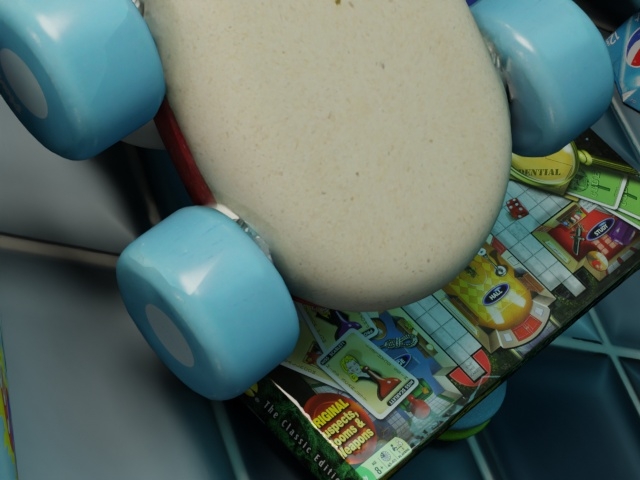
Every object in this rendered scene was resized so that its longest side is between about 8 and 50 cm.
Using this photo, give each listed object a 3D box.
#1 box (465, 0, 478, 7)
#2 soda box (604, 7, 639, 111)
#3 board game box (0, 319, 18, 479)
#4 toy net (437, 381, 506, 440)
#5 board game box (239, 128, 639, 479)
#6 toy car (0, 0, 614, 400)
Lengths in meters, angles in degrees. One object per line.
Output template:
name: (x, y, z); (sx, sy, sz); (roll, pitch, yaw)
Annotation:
box: (0.073, -0.124, 1.060); (0.136, 0.036, 0.225); (25, 39, -31)
soda box: (0.317, -0.111, 1.297); (0.210, 0.071, 0.067); (23, 38, -34)
board game box: (-0.179, -0.035, 0.511); (0.144, 0.142, 0.275); (-9, 51, -8)
toy net: (0.000, 0.000, 0.832); (0.122, 0.045, 0.232); (-17, 63, -32)
board game box: (0.055, 0.007, 0.802); (0.136, 0.030, 0.259); (43, 50, 15)
toy car: (-0.043, -0.075, 0.734); (0.219, 0.238, 0.210); (-36, 111, -23)
